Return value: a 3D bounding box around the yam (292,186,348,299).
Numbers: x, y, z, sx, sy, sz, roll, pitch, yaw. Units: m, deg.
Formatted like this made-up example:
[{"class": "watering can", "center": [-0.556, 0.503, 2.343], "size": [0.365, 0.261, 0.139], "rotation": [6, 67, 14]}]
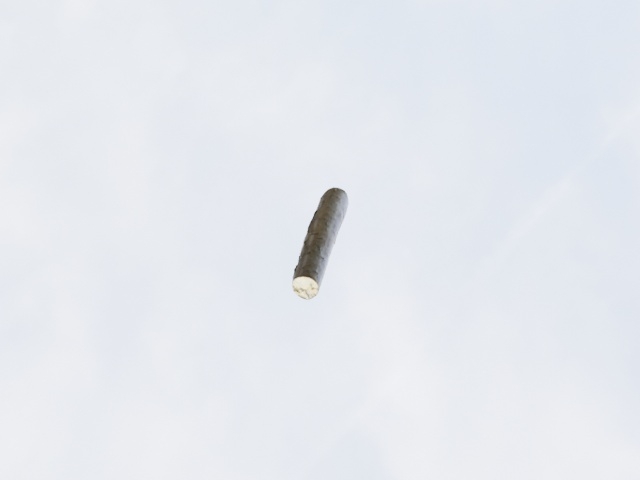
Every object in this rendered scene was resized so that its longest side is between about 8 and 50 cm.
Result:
[{"class": "yam", "center": [0.000, 0.000, 1.434], "size": [0.032, 0.032, 0.145], "rotation": [-18, -151, 23]}]
